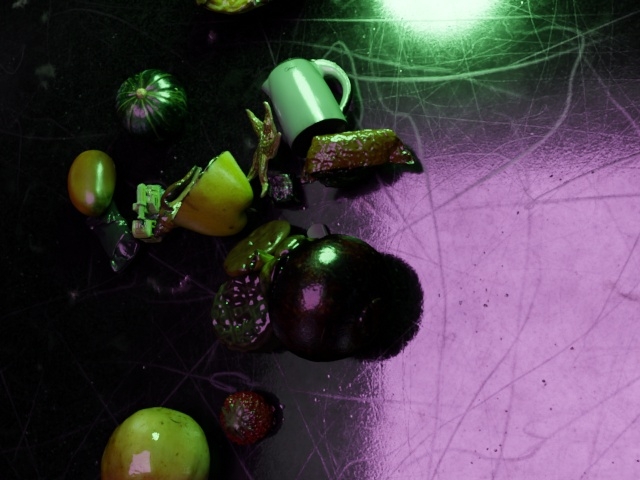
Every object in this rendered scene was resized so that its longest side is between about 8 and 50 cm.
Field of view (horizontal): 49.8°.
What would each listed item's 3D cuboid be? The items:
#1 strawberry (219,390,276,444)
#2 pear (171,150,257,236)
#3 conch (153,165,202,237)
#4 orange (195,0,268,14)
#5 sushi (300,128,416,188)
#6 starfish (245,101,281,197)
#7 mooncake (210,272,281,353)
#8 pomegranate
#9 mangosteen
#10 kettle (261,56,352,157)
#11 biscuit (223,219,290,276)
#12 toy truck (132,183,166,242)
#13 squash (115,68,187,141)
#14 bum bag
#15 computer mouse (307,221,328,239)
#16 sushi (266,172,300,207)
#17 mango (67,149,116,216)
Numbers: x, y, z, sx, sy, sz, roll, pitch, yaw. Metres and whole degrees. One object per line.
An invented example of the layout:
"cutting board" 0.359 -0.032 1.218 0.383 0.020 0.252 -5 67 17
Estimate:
"strawberry" -0.195 0.459 1.785 0.145 0.086 0.145 -5 78 25
"pear" -0.273 -0.095 1.872 0.178 0.267 0.267 41 100 -1
"conch" -0.420 -0.111 1.990 0.080 0.086 0.232 2 75 46
"orange" -0.192 -0.798 1.923 0.369 0.210 0.270 -18 112 23
"sushi" 0.087 -0.208 1.750 0.288 0.149 0.140 -7 96 -3
"starfish" -0.153 -0.251 1.846 0.235 0.062 0.277 130 138 -56
"mooncake" -0.180 0.185 1.805 0.228 0.124 0.228 -5 79 25
"pomegranate" -0.425 0.572 1.774 0.308 0.307 0.307 -4 79 24
"mangosteen" 0.011 0.129 1.632 0.330 0.330 0.329 -4 79 24
"kettle" -0.018 -0.369 1.819 0.221 0.161 0.236 -25 66 -1
"biscuit" -0.167 0.016 1.804 0.212 0.212 0.036 -30 114 17
"toy truck" -0.504 -0.083 2.011 0.077 0.100 0.168 -1 80 26
"squash" -0.492 -0.394 2.020 0.218 0.172 0.218 -7 72 21
"bum bag" -0.627 -0.019 2.078 0.123 0.060 0.248 -49 64 13
"computer mouse" 0.000 0.000 1.806 0.056 0.032 0.110 -28 62 16
"sushi" -0.106 -0.136 1.863 0.085 0.056 0.083 -8 78 22
"mango" -0.694 -0.170 2.092 0.152 0.120 0.220 -12 64 24
